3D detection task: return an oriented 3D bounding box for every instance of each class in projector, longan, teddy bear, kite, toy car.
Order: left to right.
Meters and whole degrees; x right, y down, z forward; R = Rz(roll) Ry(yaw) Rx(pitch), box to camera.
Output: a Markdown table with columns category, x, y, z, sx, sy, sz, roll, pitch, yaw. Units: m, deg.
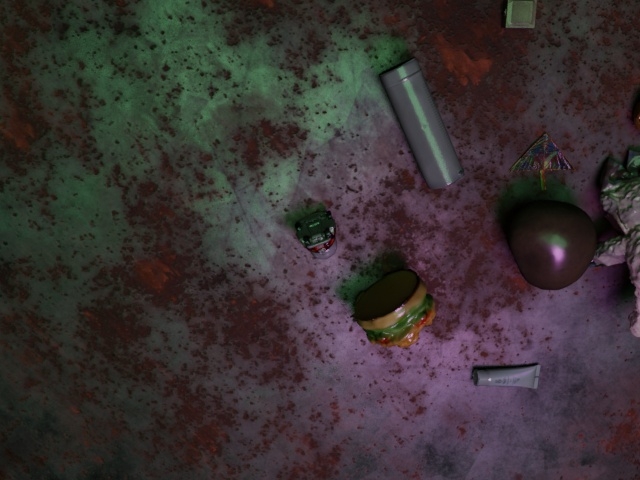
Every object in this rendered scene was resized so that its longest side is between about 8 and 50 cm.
| category | x | y | z | sx | sy | sz | roll | pitch | yaw |
| --- | --- | --- | --- | --- | --- | --- | --- | --- | --- |
| toy car | 0.000 | 0.000 | 1.681 | 0.112 | 0.139 | 0.112 | -20 | 124 | 6 |
| projector | 0.268 | -0.302 | 1.633 | 0.108 | 0.108 | 0.338 | -26 | 105 | 2 |
| kite | 0.617 | -0.216 | 1.731 | 0.189 | 0.010 | 0.159 | 0 | 106 | -3 |
| longan | 0.620 | 0.013 | 1.684 | 0.245 | 0.215 | 0.246 | -1 | 84 | 7 |
| teddy bear | 0.902 | 0.003 | 1.716 | 0.327 | 0.362 | 0.376 | -16 | 130 | 13 |

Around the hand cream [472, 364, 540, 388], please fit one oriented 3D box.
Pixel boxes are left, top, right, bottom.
| category | x | y | z | sx | sy | sz | roll | pitch | yaw |
| --- | --- | --- | --- | --- | --- | --- | --- | --- | --- |
| hand cream | 0.558 | 0.408 | 1.867 | 0.204 | 0.050 | 0.078 | 2 | 102 | -9 |

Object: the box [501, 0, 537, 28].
| category | x | y | z | sx | sy | sz | roll | pitch | yaw |
| --- | --- | --- | --- | --- | --- | --- | --- | --- | --- |
| box | 0.512 | -0.588 | 1.615 | 0.083 | 0.035 | 0.080 | 1 | 104 | -4 |

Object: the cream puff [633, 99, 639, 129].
| category | x | y | z | sx | sy | sz | roll | pitch | yaw |
| --- | --- | --- | --- | --- | --- | --- | --- | --- | --- |
| cream puff | 0.909 | -0.346 | 1.662 | 0.126 | 0.103 | 0.144 | 29 | 93 | 15 |

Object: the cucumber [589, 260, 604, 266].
| category | x | y | z | sx | sy | sz | roll | pitch | yaw |
| --- | --- | --- | --- | --- | --- | --- | --- | --- | --- |
| cucumber | 0.833 | 0.043 | 1.793 | 0.249 | 0.056 | 0.056 | -8 | 105 | -3 |

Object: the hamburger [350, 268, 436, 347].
| category | x | y | z | sx | sy | sz | roll | pitch | yaw |
| --- | --- | --- | --- | --- | --- | --- | --- | --- | --- |
| hamburger | 0.209 | 0.201 | 1.700 | 0.237 | 0.237 | 0.149 | -32 | 108 | 4 |
